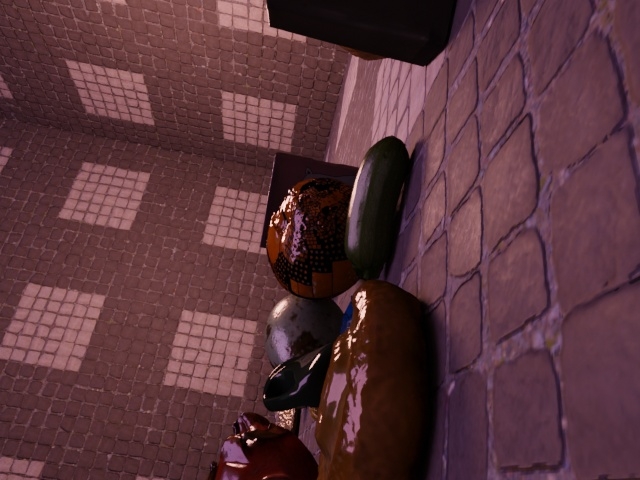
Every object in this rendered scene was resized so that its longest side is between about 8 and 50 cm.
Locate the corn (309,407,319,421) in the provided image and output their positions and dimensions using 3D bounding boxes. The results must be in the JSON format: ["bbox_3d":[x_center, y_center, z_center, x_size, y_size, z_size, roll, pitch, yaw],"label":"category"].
[{"bbox_3d":[0.017,0.288,0.835,0.206,0.068,0.067,109,171,-69],"label":"corn"}]

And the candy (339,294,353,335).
[{"bbox_3d":[0.056,0.172,0.826,0.088,0.038,0.136,-115,26,-60],"label":"candy"}]

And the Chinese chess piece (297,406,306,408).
[{"bbox_3d":[-0.065,0.474,1.589,0.144,0.059,0.143,-170,90,-85],"label":"Chinese chess piece"}]

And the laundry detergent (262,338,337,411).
[{"bbox_3d":[-0.028,0.216,0.748,0.144,0.078,0.222,-28,-2,-45],"label":"laundry detergent"}]

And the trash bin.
[{"bbox_3d":[0.057,-0.354,0.672,0.122,0.241,0.163,-122,41,-85],"label":"trash bin"}]

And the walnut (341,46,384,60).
[{"bbox_3d":[0.079,-0.405,0.846,0.141,0.203,0.238,-18,12,47],"label":"walnut"}]

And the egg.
[{"bbox_3d":[-0.025,0.195,0.943,0.231,0.169,0.168,-100,20,-66],"label":"egg"}]

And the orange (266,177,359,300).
[{"bbox_3d":[0.000,0.000,0.904,0.234,0.183,0.234,-39,40,43],"label":"orange"}]

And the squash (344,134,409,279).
[{"bbox_3d":[0.082,-0.049,0.732,0.068,0.078,0.218,-126,45,-80],"label":"squash"}]

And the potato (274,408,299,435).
[{"bbox_3d":[-0.106,0.635,1.756,0.120,0.100,0.261,55,-170,-36],"label":"potato"}]

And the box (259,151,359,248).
[{"bbox_3d":[-0.006,-0.066,1.052,0.086,0.215,0.214,-51,-27,-74],"label":"box"}]

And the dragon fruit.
[{"bbox_3d":[-0.094,0.471,0.859,0.315,0.251,0.250,-120,38,-63],"label":"dragon fruit"}]

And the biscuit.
[{"bbox_3d":[0.046,0.185,0.527,0.213,0.091,0.273,-92,15,-81],"label":"biscuit"}]
